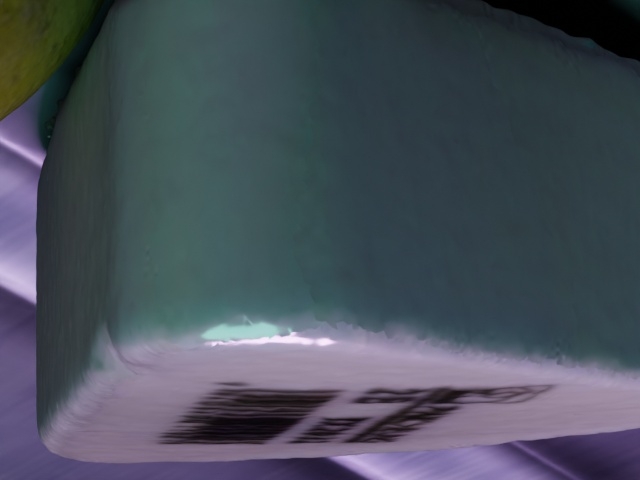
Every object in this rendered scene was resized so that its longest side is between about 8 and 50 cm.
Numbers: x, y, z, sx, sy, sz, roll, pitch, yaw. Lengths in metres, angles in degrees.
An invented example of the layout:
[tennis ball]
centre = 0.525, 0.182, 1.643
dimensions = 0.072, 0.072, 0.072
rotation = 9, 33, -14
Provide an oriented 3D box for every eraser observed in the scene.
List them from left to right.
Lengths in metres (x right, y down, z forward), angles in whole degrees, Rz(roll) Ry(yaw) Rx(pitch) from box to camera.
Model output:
[eraser]
centre = 0.000, 0.000, 0.768
dimensions = 0.331, 0.150, 0.331
rotation = -1, 164, 0

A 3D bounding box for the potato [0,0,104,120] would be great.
[potato]
centre = -0.112, -0.092, 0.715
dimensions = 0.081, 0.120, 0.149
rotation = 20, 146, -24
